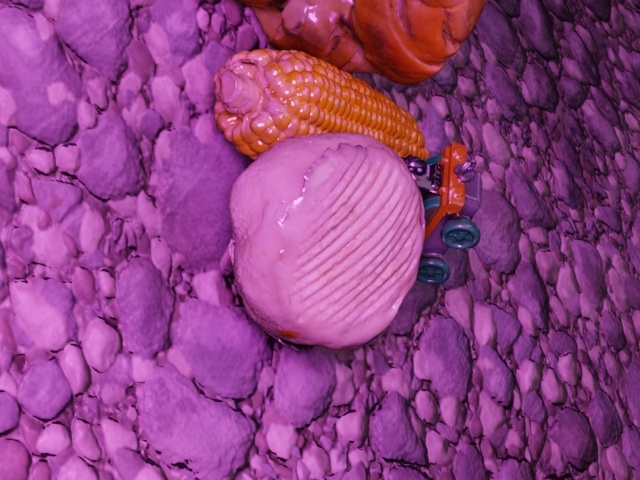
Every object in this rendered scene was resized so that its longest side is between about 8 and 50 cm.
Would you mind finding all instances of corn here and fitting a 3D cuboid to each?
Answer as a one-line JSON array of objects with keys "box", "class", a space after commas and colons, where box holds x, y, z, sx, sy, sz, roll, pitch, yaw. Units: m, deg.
[{"box": [0.005, -0.129, 1.587, 0.347, 0.130, 0.130, 15, 60, -52], "class": "corn"}]

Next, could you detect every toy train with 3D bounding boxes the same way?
[{"box": [0.101, -0.027, 1.605, 0.136, 0.228, 0.091, 16, 53, -11], "class": "toy train"}]

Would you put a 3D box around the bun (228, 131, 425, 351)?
[{"box": [0.000, 0.000, 1.470, 0.239, 0.141, 0.239, -15, 114, -38], "class": "bun"}]

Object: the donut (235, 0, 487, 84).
[{"box": [0.025, -0.322, 1.530, 0.360, 0.360, 0.170, 46, 57, -26], "class": "donut"}]
